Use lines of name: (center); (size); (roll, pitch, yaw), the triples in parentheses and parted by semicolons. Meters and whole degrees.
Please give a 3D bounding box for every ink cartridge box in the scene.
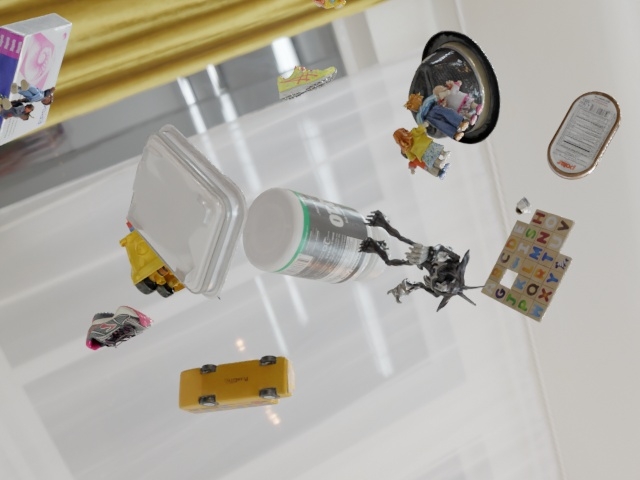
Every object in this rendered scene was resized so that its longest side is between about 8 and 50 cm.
ink cartridge box: (-0.787, -0.406, 1.791); (0.324, 0.071, 0.330); (-61, -177, 27)

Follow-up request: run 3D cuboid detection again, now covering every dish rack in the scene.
dish rack: (-0.307, -0.059, 1.483); (0.333, 0.072, 0.285); (43, -53, 30)

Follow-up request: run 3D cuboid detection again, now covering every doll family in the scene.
doll family: (0.274, -0.286, 1.733); (0.163, 0.263, 0.118); (35, 16, 23)
doll family: (-0.621, -0.271, 1.384); (0.111, 0.193, 0.076); (38, 49, -79)

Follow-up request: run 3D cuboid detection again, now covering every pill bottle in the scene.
pill bottle: (0.000, 0.000, 1.740); (0.204, 0.361, 0.204); (-12, -107, 42)

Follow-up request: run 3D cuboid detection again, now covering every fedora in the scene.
fedora: (0.348, -0.407, 1.943); (0.334, 0.152, 0.334); (42, -31, 33)

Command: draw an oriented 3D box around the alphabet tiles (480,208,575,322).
alphabet tiles: (0.485, 0.048, 1.588); (0.009, 0.237, 0.198); (24, 3, -31)

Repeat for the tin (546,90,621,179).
tin: (0.541, -0.217, 1.427); (0.106, 0.189, 0.040); (30, 6, 24)

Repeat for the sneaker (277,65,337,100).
sneaker: (-0.050, -0.533, 2.258); (0.081, 0.209, 0.094); (-13, 84, -81)

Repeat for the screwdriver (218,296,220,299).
screwdriver: (-0.282, 0.070, 1.608); (0.170, 0.024, 0.025); (56, -34, 3)

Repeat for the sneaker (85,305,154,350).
sneaker: (-0.666, 0.300, 2.304); (0.299, 0.112, 0.121); (-19, -47, 39)

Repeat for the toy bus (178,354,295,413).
toy bus: (-0.224, 0.395, 1.879); (0.130, 0.333, 0.108); (49, 34, -57)

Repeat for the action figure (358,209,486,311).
action figure: (0.200, 0.056, 1.447); (0.276, 0.141, 0.164); (34, -56, 25)

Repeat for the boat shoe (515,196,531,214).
boat shoe: (0.479, -0.077, 1.646); (0.035, 0.035, 0.100); (57, 9, 13)

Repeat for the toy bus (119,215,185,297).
toy bus: (-0.409, 0.023, 1.771); (0.211, 0.149, 0.220); (59, 9, 18)

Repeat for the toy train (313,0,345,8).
toy train: (0.002, -0.539, 1.431); (0.166, 0.046, 0.125); (-133, -153, -58)
